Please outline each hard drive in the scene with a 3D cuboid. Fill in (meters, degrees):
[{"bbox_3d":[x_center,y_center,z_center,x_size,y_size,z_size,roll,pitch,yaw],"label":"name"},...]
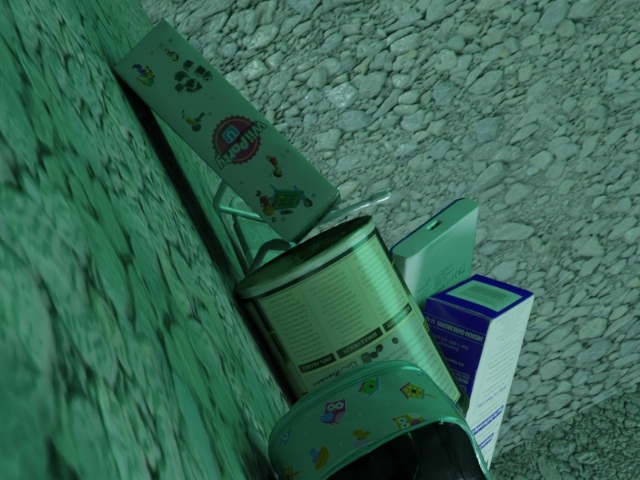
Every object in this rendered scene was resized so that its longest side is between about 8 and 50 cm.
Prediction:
[{"bbox_3d":[0.157,0.118,1.431,0.040,0.210,0.318,20,-56,29],"label":"hard drive"}]

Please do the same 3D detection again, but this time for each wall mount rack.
[{"bbox_3d":[0.000,0.000,1.528,0.304,0.130,0.350,11,32,-31],"label":"wall mount rack"}]

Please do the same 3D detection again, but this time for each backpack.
[{"bbox_3d":[0.046,0.182,0.782,0.144,0.166,0.188,61,-4,41],"label":"backpack"}]

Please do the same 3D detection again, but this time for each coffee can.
[{"bbox_3d":[0.041,0.134,1.245,0.275,0.202,0.201,62,0,-7],"label":"coffee can"}]

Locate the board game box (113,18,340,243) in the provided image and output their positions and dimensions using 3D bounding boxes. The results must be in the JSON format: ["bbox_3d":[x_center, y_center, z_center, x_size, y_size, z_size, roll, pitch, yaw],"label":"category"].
[{"bbox_3d":[-0.112,-0.130,1.270,0.303,0.097,0.224,45,1,1],"label":"board game box"}]

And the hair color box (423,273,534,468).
[{"bbox_3d":[0.202,0.234,1.426,0.185,0.110,0.338,-15,119,-58],"label":"hair color box"}]
